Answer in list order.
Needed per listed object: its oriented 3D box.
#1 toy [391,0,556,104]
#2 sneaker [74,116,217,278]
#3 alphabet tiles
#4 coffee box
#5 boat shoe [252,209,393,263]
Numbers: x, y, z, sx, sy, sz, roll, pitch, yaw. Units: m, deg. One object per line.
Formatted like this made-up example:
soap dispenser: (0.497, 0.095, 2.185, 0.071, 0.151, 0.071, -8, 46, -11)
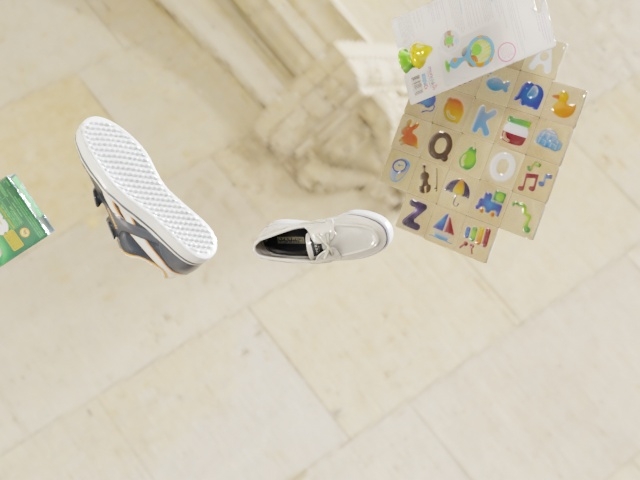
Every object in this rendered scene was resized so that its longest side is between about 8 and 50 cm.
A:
toy: (0.223, -0.294, 1.707, 0.237, 0.137, 0.056, -18, -13, 29)
sneaker: (-0.331, -0.062, 2.083, 0.127, 0.321, 0.126, -38, 4, 40)
alphabet tiles: (0.238, -0.153, 1.787, 0.011, 0.285, 0.343, 12, -81, -54)
coffee box: (-0.514, -0.009, 1.820, 0.184, 0.113, 0.040, -33, 8, 10)
boat shoe: (0.000, 0.000, 2.217, 0.088, 0.267, 0.096, -44, -48, -59)
